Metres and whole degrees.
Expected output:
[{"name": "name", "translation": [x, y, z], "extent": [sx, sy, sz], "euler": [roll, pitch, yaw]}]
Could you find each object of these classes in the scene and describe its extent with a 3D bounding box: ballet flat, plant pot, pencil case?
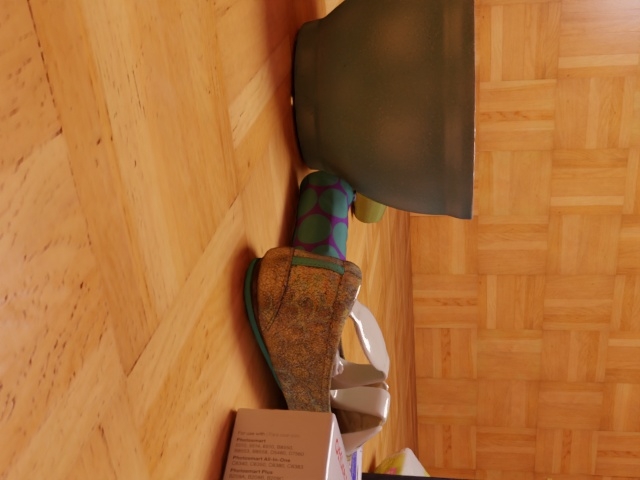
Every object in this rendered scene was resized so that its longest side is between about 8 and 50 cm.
[{"name": "ballet flat", "translation": [0.013, 0.139, 0.747], "extent": [0.348, 0.123, 0.123], "euler": [79, 15, -46]}, {"name": "plant pot", "translation": [0.085, -0.073, 1.280], "extent": [0.083, 0.083, 0.079], "euler": [-79, 178, -46]}, {"name": "plant pot", "translation": [0.079, -0.170, 0.884], "extent": [0.293, 0.196, 0.293], "euler": [0, 90, -79]}, {"name": "pencil case", "translation": [0.000, 0.000, 0.814], "extent": [0.070, 0.064, 0.151], "euler": [89, 8, -52]}]

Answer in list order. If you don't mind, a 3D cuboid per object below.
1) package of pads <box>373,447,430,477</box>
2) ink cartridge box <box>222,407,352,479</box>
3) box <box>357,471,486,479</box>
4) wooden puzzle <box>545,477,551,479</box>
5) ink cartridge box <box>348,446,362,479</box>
[{"name": "package of pads", "translation": [0.184, 0.542, 1.462], "extent": [0.229, 0.101, 0.296], "euler": [54, 8, 7]}, {"name": "ink cartridge box", "translation": [-0.029, 0.254, 0.588], "extent": [0.148, 0.086, 0.203], "euler": [78, 16, -47]}, {"name": "box", "translation": [0.168, 0.514, 1.091], "extent": [0.182, 0.296, 0.294], "euler": [78, 16, -50]}, {"name": "wooden puzzle", "translation": [0.327, 0.402, 1.097], "extent": [0.078, 0.014, 0.116], "euler": [44, 47, -71]}, {"name": "ink cartridge box", "translation": [0.021, 0.315, 0.977], "extent": [0.208, 0.045, 0.206], "euler": [62, 30, -67]}]
